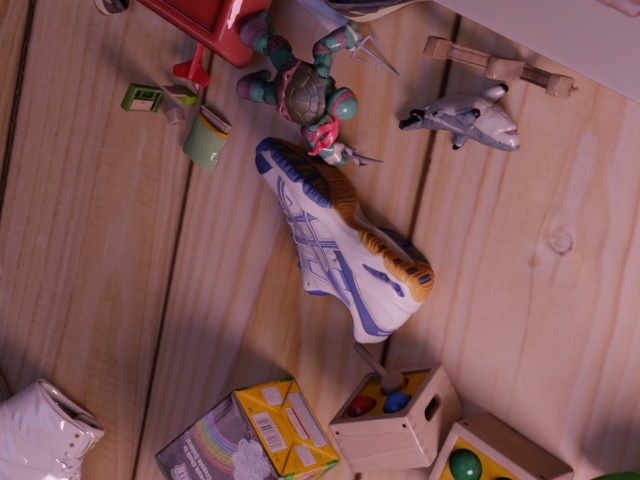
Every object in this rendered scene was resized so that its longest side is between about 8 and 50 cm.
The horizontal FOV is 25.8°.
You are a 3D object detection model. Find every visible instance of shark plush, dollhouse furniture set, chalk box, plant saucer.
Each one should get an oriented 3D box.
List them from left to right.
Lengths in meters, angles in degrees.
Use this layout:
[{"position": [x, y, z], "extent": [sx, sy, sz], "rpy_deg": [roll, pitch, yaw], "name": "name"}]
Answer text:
[{"position": [-0.194, -0.160, 1.869], "extent": [0.152, 0.058, 0.076], "rpy_deg": [40, 114, 28], "name": "dollhouse furniture set"}, {"position": [-0.159, -0.388, 1.786], "extent": [0.259, 0.048, 0.258], "rpy_deg": [36, 118, 26], "name": "plant saucer"}, {"position": [-0.108, 0.290, 1.782], "extent": [0.213, 0.132, 0.132], "rpy_deg": [-41, 70, 31], "name": "chalk box"}, {"position": [0.154, -0.131, 1.625], "extent": [0.161, 0.073, 0.067], "rpy_deg": [-5, 119, 31], "name": "shark plush"}]

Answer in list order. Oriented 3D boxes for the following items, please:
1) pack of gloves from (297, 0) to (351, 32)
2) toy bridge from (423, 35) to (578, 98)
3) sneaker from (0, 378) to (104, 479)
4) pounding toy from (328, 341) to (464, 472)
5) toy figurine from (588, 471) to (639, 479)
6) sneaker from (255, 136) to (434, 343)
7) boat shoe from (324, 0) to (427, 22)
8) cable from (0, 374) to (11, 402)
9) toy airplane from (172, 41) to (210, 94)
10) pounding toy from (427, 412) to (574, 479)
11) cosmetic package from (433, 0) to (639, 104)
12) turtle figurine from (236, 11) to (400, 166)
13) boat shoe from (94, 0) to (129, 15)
[{"position": [0.000, -0.401, 1.741], "extent": [0.232, 0.046, 0.195], "rpy_deg": [43, 116, 15], "name": "pack of gloves"}, {"position": [0.209, -0.194, 1.574], "extent": [0.188, 0.063, 0.026], "rpy_deg": [23, 105, 34], "name": "toy bridge"}, {"position": [-0.361, 0.339, 1.977], "extent": [0.169, 0.108, 0.292], "rpy_deg": [-35, 93, 7], "name": "sneaker"}, {"position": [0.083, 0.190, 1.647], "extent": [0.130, 0.141, 0.100], "rpy_deg": [-12, 113, 35], "name": "pounding toy"}, {"position": [0.358, 0.335, 1.471], "extent": [0.173, 0.130, 0.159], "rpy_deg": [-5, 99, 57], "name": "toy figurine"}, {"position": [0.000, 0.000, 1.704], "extent": [0.296, 0.112, 0.131], "rpy_deg": [48, 118, 25], "name": "sneaker"}, {"position": [0.103, -0.314, 1.631], "extent": [0.223, 0.073, 0.080], "rpy_deg": [-19, 89, 31], "name": "boat shoe"}, {"position": [-0.582, 0.275, 2.149], "extent": [0.257, 0.089, 0.257], "rpy_deg": [-38, 69, 31], "name": "cable"}, {"position": [-0.156, -0.268, 1.857], "extent": [0.151, 0.028, 0.151], "rpy_deg": [1, 92, 37], "name": "toy airplane"}, {"position": [0.212, 0.330, 1.573], "extent": [0.206, 0.094, 0.181], "rpy_deg": [33, 110, 31], "name": "pounding toy"}, {"position": [0.286, -0.249, 1.465], "extent": [0.296, 0.153, 0.129], "rpy_deg": [33, 111, 29], "name": "cosmetic package"}, {"position": [-0.007, -0.188, 1.706], "extent": [0.234, 0.118, 0.175], "rpy_deg": [30, 109, 37], "name": "turtle figurine"}, {"position": [-0.286, -0.390, 1.934], "extent": [0.049, 0.056, 0.152], "rpy_deg": [2, 103, 31], "name": "boat shoe"}]
